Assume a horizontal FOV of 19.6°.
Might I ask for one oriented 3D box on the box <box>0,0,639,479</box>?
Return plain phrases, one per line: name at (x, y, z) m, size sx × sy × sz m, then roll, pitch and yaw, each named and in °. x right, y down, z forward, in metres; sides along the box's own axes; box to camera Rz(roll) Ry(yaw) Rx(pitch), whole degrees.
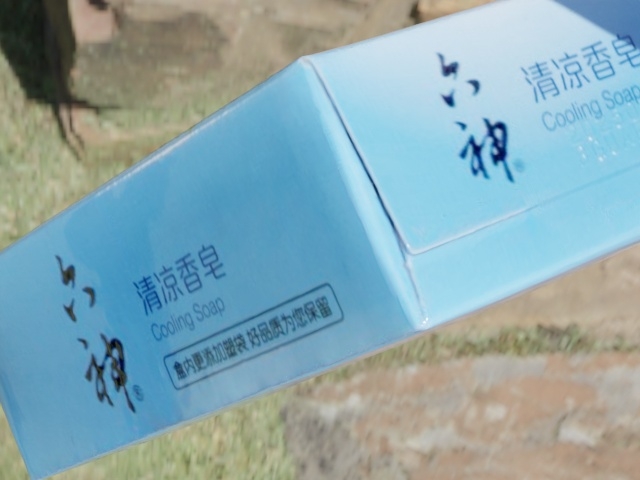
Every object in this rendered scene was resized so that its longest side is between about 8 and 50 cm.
box at (0.000, 0.000, 0.590) m, size 0.143 × 0.232 × 0.083 m, roll -21°, pitch 88°, yaw -38°
